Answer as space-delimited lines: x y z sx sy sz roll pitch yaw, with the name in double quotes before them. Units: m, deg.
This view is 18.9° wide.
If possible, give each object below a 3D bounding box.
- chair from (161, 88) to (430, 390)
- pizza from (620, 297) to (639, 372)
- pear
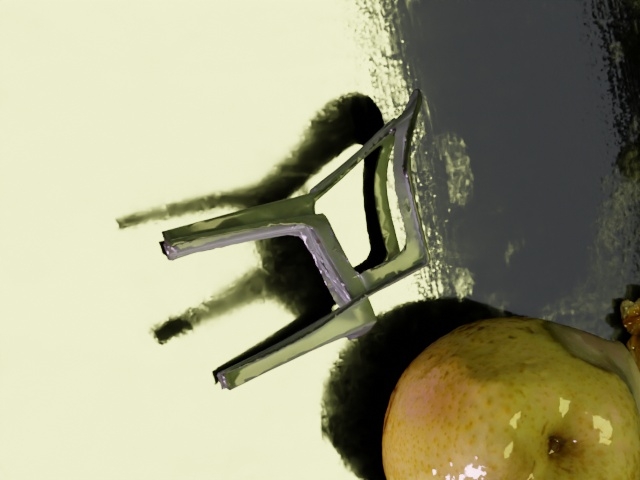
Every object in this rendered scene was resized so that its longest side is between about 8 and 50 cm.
"chair" 0.000 0.000 1.770 0.275 0.203 0.190 -23 88 -8
"pizza" 0.351 0.146 1.916 0.154 0.069 0.194 35 62 -16
"pear" 0.187 0.198 1.802 0.271 0.271 0.271 -1 94 -15
